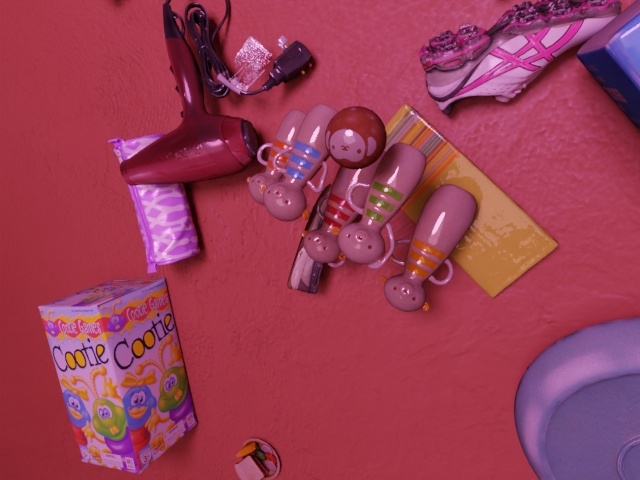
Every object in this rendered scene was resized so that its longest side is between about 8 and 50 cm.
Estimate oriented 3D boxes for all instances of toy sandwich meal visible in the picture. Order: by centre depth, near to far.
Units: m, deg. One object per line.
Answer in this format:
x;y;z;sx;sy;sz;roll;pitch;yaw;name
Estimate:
-0.108;0.374;0.751;0.085;0.029;0.086;6;105;24;toy sandwich meal

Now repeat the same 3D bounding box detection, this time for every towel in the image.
0.155;-0.048;0.536;0.237;0.021;0.102;46;121;8;towel

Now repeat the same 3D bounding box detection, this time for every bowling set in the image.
0.011;-0.048;0.468;0.287;0.200;0.154;30;94;20;bowling set

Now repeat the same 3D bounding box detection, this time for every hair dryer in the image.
-0.165;-0.185;0.609;0.223;0.080;0.294;38;93;15;hair dryer

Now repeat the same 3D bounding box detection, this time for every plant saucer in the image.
0.361;0.228;0.453;0.317;0.043;0.318;16;119;30;plant saucer

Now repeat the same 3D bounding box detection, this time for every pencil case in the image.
-0.249;-0.062;0.682;0.086;0.088;0.206;-13;98;29;pencil case

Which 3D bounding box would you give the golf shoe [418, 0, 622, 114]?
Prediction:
0.201;-0.192;0.461;0.186;0.068;0.086;-12;129;22;golf shoe

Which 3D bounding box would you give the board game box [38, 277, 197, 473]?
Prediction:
-0.334;0.217;0.756;0.144;0.142;0.275;-5;100;26;board game box

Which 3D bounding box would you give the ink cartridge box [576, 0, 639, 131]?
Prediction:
0.431;-0.083;0.292;0.285;0.166;0.395;-40;91;28;ink cartridge box

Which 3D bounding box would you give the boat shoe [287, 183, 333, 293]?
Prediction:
0.000;0.000;0.604;0.049;0.056;0.152;20;103;-8;boat shoe
